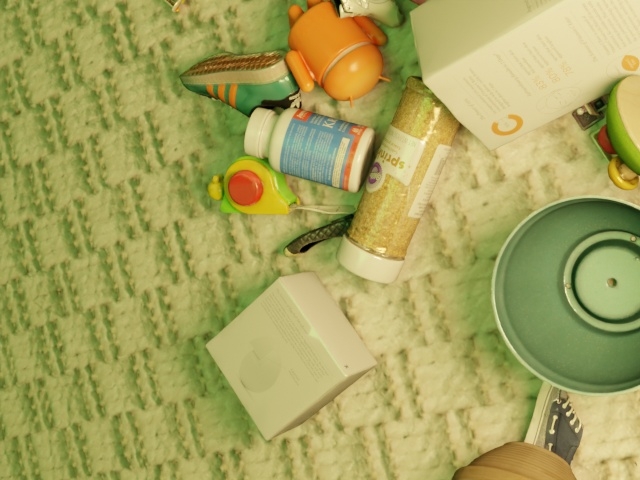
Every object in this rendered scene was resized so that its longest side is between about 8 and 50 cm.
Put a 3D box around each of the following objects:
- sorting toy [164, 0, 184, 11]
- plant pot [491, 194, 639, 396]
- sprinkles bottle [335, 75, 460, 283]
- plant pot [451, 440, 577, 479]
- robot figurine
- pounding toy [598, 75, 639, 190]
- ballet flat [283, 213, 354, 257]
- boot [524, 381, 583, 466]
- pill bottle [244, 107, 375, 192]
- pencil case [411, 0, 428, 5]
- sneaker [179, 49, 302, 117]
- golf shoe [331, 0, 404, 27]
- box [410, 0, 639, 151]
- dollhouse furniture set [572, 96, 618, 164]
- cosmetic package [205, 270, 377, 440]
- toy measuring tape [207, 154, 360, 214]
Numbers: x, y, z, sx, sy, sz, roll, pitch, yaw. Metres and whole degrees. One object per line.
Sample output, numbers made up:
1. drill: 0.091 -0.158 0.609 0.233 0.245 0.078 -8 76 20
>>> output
1. sorting toy: -0.300 -0.521 1.790 0.083 0.045 0.075 43 105 20
2. plant pot: 0.435 0.073 1.329 0.293 0.196 0.293 3 95 30
3. sprinkles bottle: 0.143 -0.104 1.524 0.121 0.121 0.355 29 106 25
4. plant pot: 0.340 0.408 1.429 0.237 0.237 0.109 11 57 28
5. robot figurine: 0.026 -0.342 1.568 0.219 0.158 0.128 53 131 16
6. pounding toy: 0.486 -0.121 1.291 0.237 0.183 0.110 48 138 -2
7. ballet flat: 0.000 0.000 1.648 0.173 0.057 0.049 -24 86 29
8. boot: 0.403 0.283 1.443 0.086 0.069 0.189 18 110 20
9. pill bottle: -0.021 -0.172 1.579 0.222 0.124 0.124 16 102 10
10. pencil case: 0.136 -0.517 1.477 0.386 0.160 0.167 36 104 23
11. sneaker: -0.158 -0.293 1.686 0.302 0.108 0.121 11 134 45
12. golf shoe: 0.063 -0.416 1.530 0.086 0.176 0.069 -62 19 -13
13. box: 0.343 -0.320 1.315 0.345 0.215 0.168 -26 49 28
14. dollhouse furniture set: 0.455 -0.182 1.364 0.091 0.081 0.114 -35 77 27
15. cosmetic package: -0.055 0.215 1.648 0.225 0.138 0.224 -42 73 26
16. toy measuring tape: -0.068 -0.110 1.652 0.330 0.121 0.121 2 94 21
